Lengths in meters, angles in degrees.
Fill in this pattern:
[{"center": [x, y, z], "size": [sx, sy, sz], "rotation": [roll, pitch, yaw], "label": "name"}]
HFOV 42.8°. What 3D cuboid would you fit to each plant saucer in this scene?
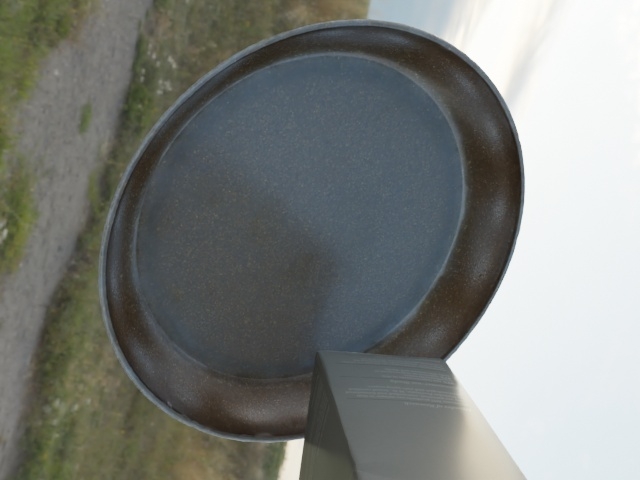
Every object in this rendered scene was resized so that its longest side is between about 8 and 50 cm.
[{"center": [0.000, 0.000, 0.563], "size": [0.050, 0.311, 0.310], "rotation": [44, -52, 53], "label": "plant saucer"}]

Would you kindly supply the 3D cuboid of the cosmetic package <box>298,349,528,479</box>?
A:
[{"center": [0.049, 0.165, 0.463], "size": [0.238, 0.107, 0.127], "rotation": [-120, -143, -70], "label": "cosmetic package"}]
